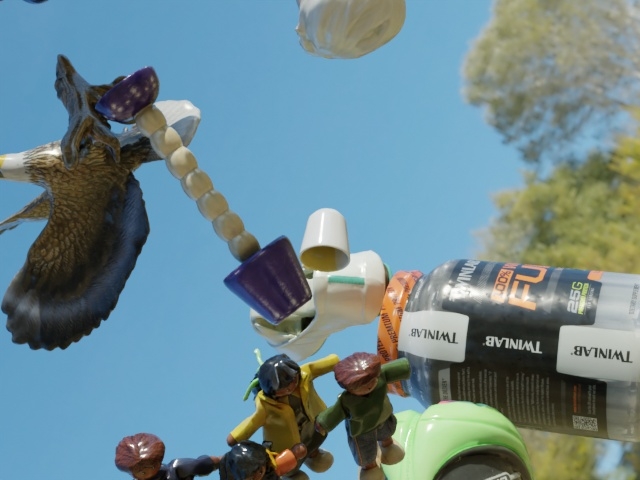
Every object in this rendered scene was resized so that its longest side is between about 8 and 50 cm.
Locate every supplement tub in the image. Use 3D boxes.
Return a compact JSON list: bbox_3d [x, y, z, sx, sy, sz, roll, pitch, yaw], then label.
[{"bbox_3d":[0.253,0.132,1.677,0.207,0.338,0.207,5,-90,-72],"label":"supplement tub"}]

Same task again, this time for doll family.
[{"bbox_3d":[-0.035,0.119,0.738,0.193,0.076,0.111,-42,-38,-25],"label":"doll family"}]

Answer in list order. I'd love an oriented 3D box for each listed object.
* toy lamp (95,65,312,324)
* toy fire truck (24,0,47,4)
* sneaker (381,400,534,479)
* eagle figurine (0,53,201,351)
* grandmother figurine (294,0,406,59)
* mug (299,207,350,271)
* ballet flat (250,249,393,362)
[{"bbox_3d":[-0.107,-0.040,1.292,0.080,0.275,0.080,-38,0,0],"label":"toy lamp"},{"bbox_3d":[-0.325,-0.358,1.350,0.302,0.169,0.254,-16,-47,-46],"label":"toy fire truck"},{"bbox_3d":[0.174,0.336,1.233,0.483,0.185,0.202,45,-139,-38],"label":"sneaker"},{"bbox_3d":[-0.283,-0.054,1.522,0.226,0.225,0.298,-45,-23,-45],"label":"eagle figurine"},{"bbox_3d":[-0.061,-0.273,1.177,0.208,0.342,0.104,-27,-32,-37],"label":"grandmother figurine"},{"bbox_3d":[0.000,-0.002,1.640,0.062,0.078,0.064,45,-141,-47],"label":"mug"},{"bbox_3d":[-0.030,0.090,1.941,0.139,0.139,0.400,-52,9,-24],"label":"ballet flat"}]
